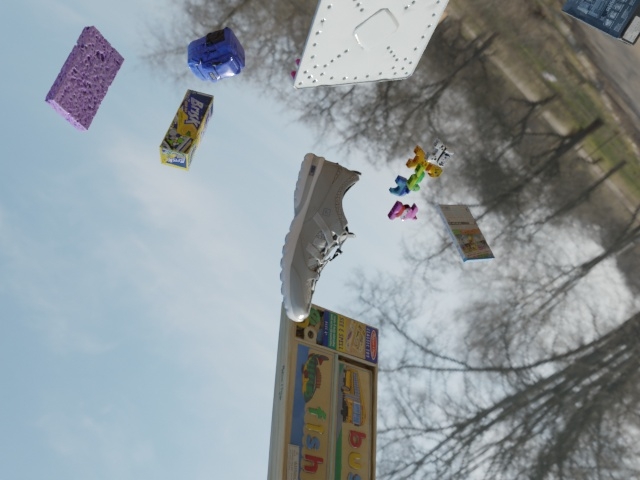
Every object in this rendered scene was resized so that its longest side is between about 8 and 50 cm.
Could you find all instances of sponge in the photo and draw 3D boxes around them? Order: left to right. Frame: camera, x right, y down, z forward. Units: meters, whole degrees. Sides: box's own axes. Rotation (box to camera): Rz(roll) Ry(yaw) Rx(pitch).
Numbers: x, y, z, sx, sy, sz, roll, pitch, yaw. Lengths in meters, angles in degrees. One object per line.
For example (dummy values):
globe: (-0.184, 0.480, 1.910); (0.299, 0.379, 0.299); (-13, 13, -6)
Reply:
sponge: (-0.523, -0.361, 1.530); (0.117, 0.031, 0.210); (52, -129, -54)

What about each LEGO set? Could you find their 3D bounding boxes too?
LEGO set: (0.250, -0.151, 1.666); (0.093, 0.227, 0.087); (17, -151, -25)

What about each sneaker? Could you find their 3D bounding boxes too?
sneaker: (0.000, 0.000, 1.137); (0.115, 0.281, 0.105); (11, -178, 0)

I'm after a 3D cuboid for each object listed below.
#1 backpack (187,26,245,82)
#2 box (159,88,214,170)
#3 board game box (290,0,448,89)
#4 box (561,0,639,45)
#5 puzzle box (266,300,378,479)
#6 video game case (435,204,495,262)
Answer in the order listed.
backpack: (-0.245, -0.417, 1.567); (0.098, 0.120, 0.101); (59, -156, -54)
box: (-0.264, -0.223, 1.369); (0.059, 0.054, 0.169); (15, -125, 0)
board game box: (0.138, -0.574, 1.816); (0.390, 0.390, 0.050); (-12, -119, -26)
box: (0.614, -0.531, 1.368); (0.059, 0.232, 0.183); (10, -151, -32)
puzzle box: (0.017, 0.353, 1.489); (0.272, 0.052, 0.409); (25, -124, -37)
video game case: (0.370, -0.020, 1.752); (0.119, 0.015, 0.166); (-2, -121, -41)
